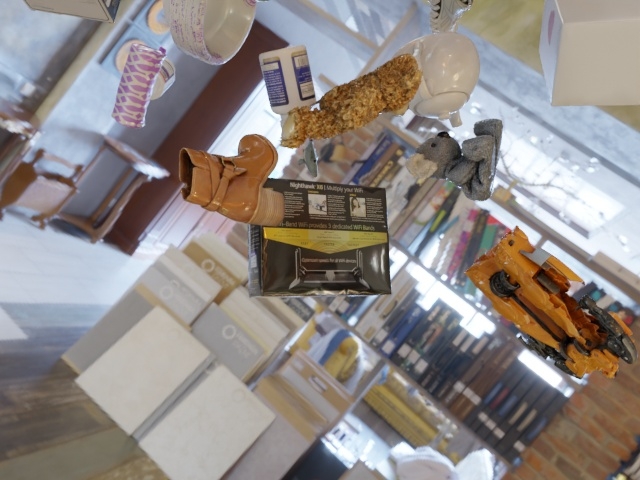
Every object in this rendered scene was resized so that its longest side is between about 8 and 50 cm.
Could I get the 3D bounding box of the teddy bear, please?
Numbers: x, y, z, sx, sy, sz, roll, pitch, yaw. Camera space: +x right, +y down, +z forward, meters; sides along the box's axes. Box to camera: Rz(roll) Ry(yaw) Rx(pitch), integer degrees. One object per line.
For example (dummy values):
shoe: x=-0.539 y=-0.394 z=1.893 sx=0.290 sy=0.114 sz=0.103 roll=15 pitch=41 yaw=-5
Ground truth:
teddy bear: x=0.061 y=-0.271 z=1.183 sx=0.113 sy=0.338 sz=0.245 roll=64 pitch=-17 yaw=-6

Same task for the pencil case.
pencil case: x=-0.437 y=-0.369 z=1.345 sx=0.086 sy=0.206 sz=0.088 roll=40 pitch=28 yaw=25

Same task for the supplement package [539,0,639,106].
supplement package: x=0.571 y=-0.428 z=1.174 sx=0.176 sy=0.292 sz=0.177 roll=2 pitch=-50 yaw=13

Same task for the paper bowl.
paper bowl: x=-0.285 y=-0.604 z=1.408 sx=0.148 sy=0.284 sz=0.284 roll=26 pitch=0 yaw=12

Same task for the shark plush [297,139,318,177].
shark plush: x=-0.022 y=-0.283 z=1.865 sx=0.161 sy=0.073 sz=0.067 roll=110 pitch=-38 yaw=-53

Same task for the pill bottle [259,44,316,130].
pill bottle: x=-0.070 y=-0.351 z=1.304 sx=0.112 sy=0.112 sz=0.186 roll=-134 pitch=-149 yaw=-68

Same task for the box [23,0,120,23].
box: x=-0.458 y=-0.493 z=0.922 sx=0.169 sy=0.087 sz=0.290 roll=9 pitch=-13 yaw=1

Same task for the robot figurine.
robot figurine: x=0.398 y=0.116 z=0.956 sx=0.291 sy=0.085 sz=0.211 roll=44 pitch=-25 yaw=9

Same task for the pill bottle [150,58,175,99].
pill bottle: x=-0.549 y=-0.548 z=1.862 sx=0.108 sy=0.108 sz=0.193 roll=37 pitch=26 yaw=-18

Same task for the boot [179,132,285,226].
boot: x=-0.138 y=-0.111 z=0.829 sx=0.153 sy=0.073 sz=0.197 roll=14 pitch=39 yaw=-34

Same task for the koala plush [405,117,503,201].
koala plush: x=0.346 y=-0.208 z=1.464 sx=0.222 sy=0.203 sz=0.196 roll=10 pitch=33 yaw=22

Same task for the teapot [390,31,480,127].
teapot: x=0.300 y=-0.402 z=1.444 sx=0.256 sy=0.186 sz=0.252 roll=-5 pitch=-12 yaw=-18

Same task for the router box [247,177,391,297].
router box: x=0.000 y=0.000 z=1.199 sx=0.309 sy=0.242 sz=0.081 roll=3 pitch=-9 yaw=-27

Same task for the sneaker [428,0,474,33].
sneaker: x=0.355 y=-0.633 z=1.498 sx=0.119 sy=0.109 sz=0.292 roll=15 pitch=-5 yaw=19
